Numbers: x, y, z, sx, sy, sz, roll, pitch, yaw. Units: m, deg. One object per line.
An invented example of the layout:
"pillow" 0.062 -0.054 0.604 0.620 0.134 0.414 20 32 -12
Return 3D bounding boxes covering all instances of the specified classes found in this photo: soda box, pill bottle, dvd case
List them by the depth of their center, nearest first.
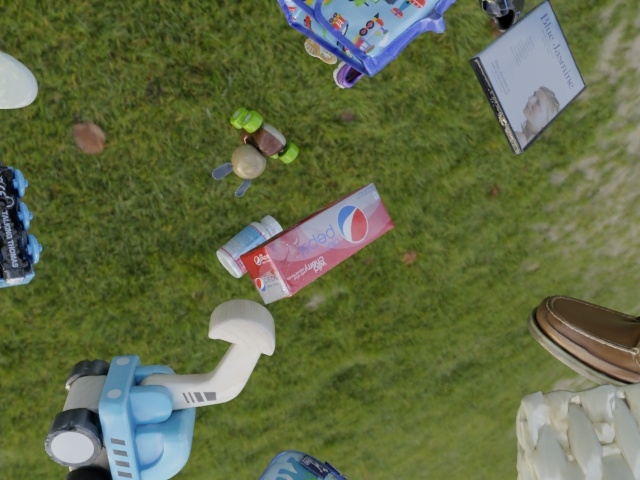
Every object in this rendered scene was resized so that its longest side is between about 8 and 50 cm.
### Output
"soda box" 0.000 0.000 1.220 0.263 0.092 0.083 -32 -173 -38
"dvd case" 0.364 -0.284 1.269 0.253 0.022 0.180 -42 109 -34
"pill bottle" -0.170 0.011 1.813 0.160 0.087 0.087 -41 145 -17

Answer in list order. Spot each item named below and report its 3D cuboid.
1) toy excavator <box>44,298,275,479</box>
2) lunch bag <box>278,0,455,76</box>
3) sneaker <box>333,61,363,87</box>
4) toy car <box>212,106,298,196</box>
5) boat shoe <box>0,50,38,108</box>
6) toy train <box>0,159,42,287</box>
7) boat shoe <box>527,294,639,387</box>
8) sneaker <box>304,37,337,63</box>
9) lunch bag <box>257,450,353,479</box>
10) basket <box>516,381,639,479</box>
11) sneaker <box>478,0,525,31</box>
"toy excavator" -0.307 0.326 1.490 0.445 0.222 0.433 -3 116 -4
"lunch bag" 0.085 -0.378 1.111 0.221 0.293 0.138 -43 145 -1
"sneaker" 0.102 -0.403 1.631 0.068 0.071 0.170 33 97 -27
"toy car" -0.179 -0.206 1.825 0.155 0.149 0.188 39 85 -31
"boat shoe" -0.486 -0.244 1.056 0.081 0.227 0.079 -33 137 -65
"toy train" -0.454 -0.021 1.045 0.080 0.184 0.105 -9 169 -36
"boat shoe" 0.402 0.126 0.858 0.111 0.307 0.104 -54 165 -53
"sneaker" 0.001 -0.413 1.622 0.032 0.083 0.037 -54 168 18
"lunch bag" -0.028 0.347 0.772 0.219 0.176 0.090 -45 157 -26
"basket" 0.301 0.271 0.465 0.328 0.331 0.266 -10 146 12
"sneaker" 0.331 -0.489 1.399 0.232 0.081 0.090 31 74 -49
